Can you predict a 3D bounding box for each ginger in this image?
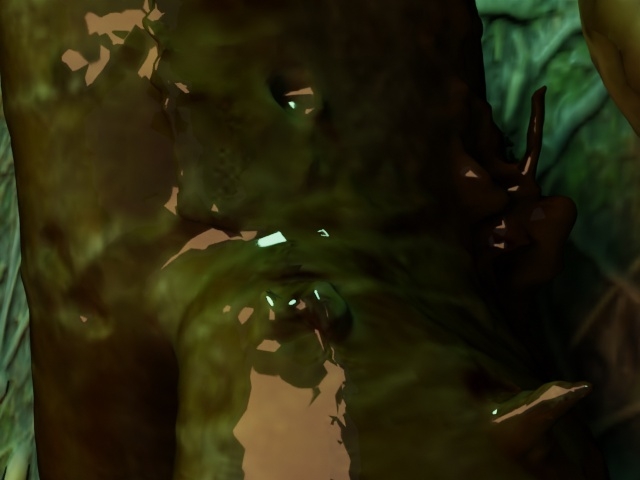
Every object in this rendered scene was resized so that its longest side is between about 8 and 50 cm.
[{"bbox_3d":[0.000,0.000,0.550,0.254,0.176,0.418,-3,91,51],"label":"ginger"}]

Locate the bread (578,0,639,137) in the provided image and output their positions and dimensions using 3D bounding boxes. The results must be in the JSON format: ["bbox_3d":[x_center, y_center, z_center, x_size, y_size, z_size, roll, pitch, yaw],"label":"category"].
[{"bbox_3d":[0.212,-0.053,0.324,0.211,0.224,0.183,35,110,41],"label":"bread"}]

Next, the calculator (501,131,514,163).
[{"bbox_3d":[0.022,-0.055,0.690,0.172,0.018,0.057,42,110,47],"label":"calculator"}]
